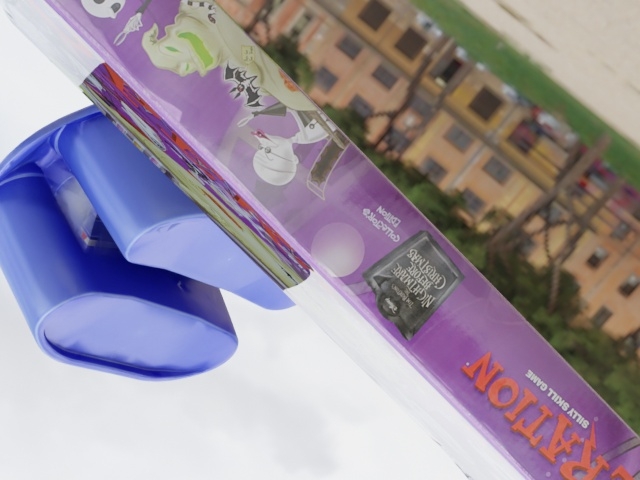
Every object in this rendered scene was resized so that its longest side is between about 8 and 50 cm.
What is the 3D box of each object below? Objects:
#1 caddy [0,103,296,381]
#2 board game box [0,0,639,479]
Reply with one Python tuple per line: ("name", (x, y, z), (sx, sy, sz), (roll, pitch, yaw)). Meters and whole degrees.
("caddy", (-0.157, -0.008, 1.102), (0.341, 0.241, 0.179), (26, -151, -58))
("board game box", (0.000, 0.000, 0.495), (0.347, 0.056, 0.208), (45, 169, -8))
